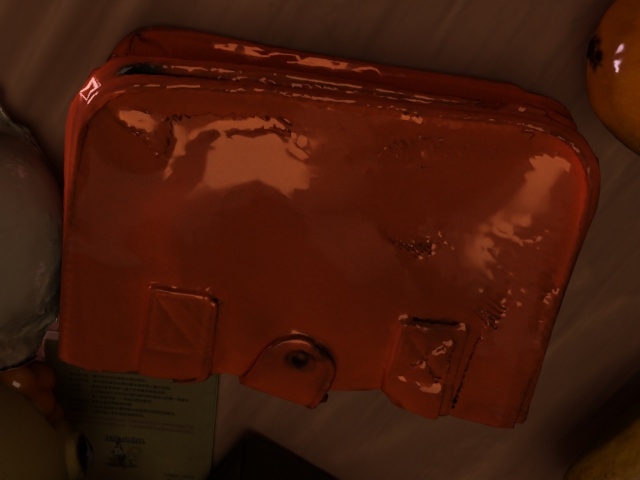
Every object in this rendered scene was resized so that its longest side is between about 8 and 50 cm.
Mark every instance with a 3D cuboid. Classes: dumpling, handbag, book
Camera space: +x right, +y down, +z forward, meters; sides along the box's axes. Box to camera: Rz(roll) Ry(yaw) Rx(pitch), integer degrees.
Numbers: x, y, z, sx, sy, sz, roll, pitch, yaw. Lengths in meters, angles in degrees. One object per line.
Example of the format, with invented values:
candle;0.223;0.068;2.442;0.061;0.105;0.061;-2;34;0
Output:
dumpling;-0.296;-0.005;0.764;0.142;0.172;0.247;-7;103;33
handbag;0.000;0.000;0.791;0.410;0.116;0.304;9;117;-4
book;-0.187;0.182;0.937;0.168;0.013;0.192;7;116;-3

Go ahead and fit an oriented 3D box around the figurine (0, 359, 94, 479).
figurine;-0.267;0.250;0.818;0.382;0.205;0.224;44;103;3

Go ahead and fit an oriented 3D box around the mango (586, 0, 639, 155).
mango;0.348;-0.139;0.721;0.294;0.120;0.177;-5;108;1

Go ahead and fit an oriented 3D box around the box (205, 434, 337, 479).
box;-0.007;0.342;0.919;0.273;0.184;0.143;34;112;-18

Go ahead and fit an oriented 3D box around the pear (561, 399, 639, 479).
pear;0.366;0.237;0.830;0.307;0.253;0.253;-29;112;15
